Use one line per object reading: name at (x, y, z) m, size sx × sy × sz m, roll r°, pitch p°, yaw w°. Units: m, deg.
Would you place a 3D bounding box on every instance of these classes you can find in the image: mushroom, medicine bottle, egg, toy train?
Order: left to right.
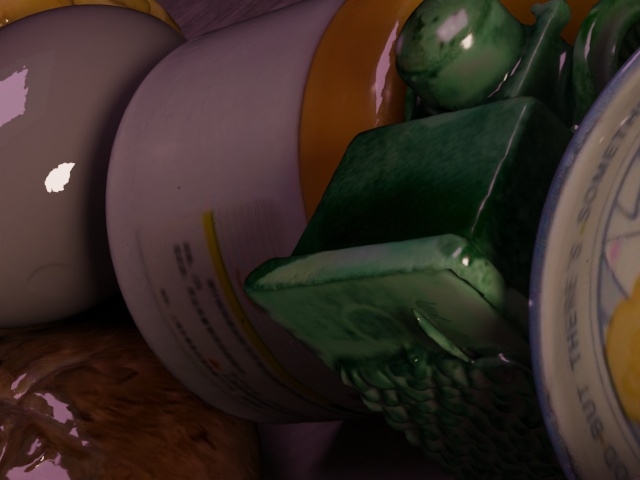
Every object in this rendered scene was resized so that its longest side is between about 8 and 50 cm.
mushroom at (-0.164, 0.142, 1.133) m, size 0.278 × 0.146 × 0.278 m, roll -10°, pitch 33°, yaw 7°
egg at (-0.167, -0.042, 1.188) m, size 0.232 × 0.176 × 0.176 m, roll -41°, pitch 23°, yaw -20°
medicine bottle at (0.042, -0.022, 1.042) m, size 0.232 × 0.238 × 0.238 m, roll -12°, pitch 34°, yaw 48°
toy train at (0.119, 0.011, 0.851) m, size 0.145 × 0.266 × 0.202 m, roll -8°, pitch 47°, yaw 49°

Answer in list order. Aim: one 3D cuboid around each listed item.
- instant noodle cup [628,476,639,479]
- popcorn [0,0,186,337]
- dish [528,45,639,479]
instant noodle cup at (0.115, 0.177, 0.575) m, size 0.200 × 0.264 × 0.264 m, roll -24°, pitch 26°, yaw 10°
popcorn at (-0.267, -0.094, 1.463) m, size 0.390 × 0.344 × 0.354 m, roll -33°, pitch 23°, yaw 47°
dish at (0.216, 0.019, 0.736) m, size 0.273 × 0.273 × 0.134 m, roll -33°, pitch 2°, yaw 9°
